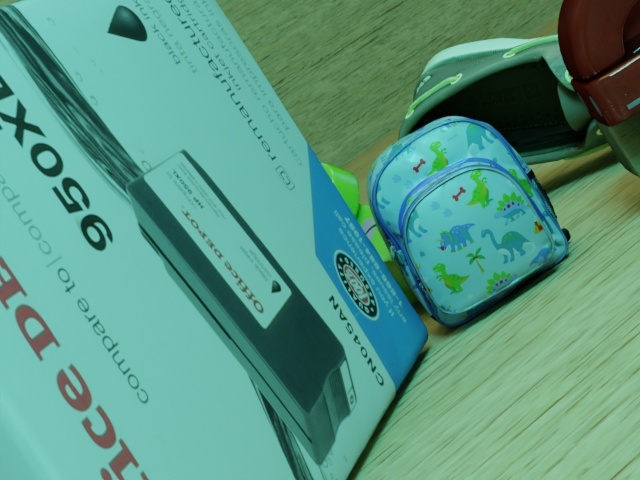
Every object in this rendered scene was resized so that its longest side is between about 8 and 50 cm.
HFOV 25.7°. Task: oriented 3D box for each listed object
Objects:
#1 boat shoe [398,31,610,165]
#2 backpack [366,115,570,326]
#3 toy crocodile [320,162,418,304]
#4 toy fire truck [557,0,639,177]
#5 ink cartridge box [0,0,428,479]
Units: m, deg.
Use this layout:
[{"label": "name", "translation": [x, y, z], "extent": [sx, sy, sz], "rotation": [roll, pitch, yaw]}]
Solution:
[{"label": "boat shoe", "translation": [0.195, -0.113, 1.050], "extent": [0.305, 0.109, 0.091], "rotation": [-10, 32, 37]}, {"label": "backpack", "translation": [0.087, -0.017, 0.863], "extent": [0.105, 0.114, 0.084], "rotation": [-32, 6, 4]}, {"label": "toy crocodile", "translation": [0.000, 0.000, 1.077], "extent": [0.340, 0.115, 0.105], "rotation": [13, 86, 57]}, {"label": "toy fire truck", "translation": [0.224, -0.179, 0.808], "extent": [0.217, 0.246, 0.158], "rotation": [-32, 5, 8]}, {"label": "ink cartridge box", "translation": [-0.121, 0.038, 0.695], "extent": [0.166, 0.285, 0.395], "rotation": [-30, 7, 23]}]
